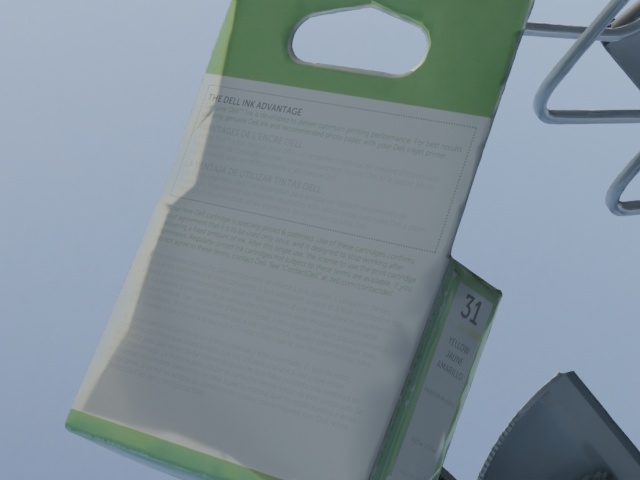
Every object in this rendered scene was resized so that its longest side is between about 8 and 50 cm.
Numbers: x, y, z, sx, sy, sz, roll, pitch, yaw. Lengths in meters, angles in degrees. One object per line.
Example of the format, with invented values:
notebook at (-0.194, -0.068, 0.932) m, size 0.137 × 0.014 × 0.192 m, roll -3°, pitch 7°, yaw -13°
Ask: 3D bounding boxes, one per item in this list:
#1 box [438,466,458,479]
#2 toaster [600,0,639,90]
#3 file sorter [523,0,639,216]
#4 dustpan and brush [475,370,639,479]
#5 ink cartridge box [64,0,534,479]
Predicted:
box at (0.073, 0.276, 1.413) m, size 0.114 × 0.203 × 0.103 m, roll 41°, pitch -120°, yaw 15°
toaster at (0.298, -0.151, 1.152) m, size 0.168 × 0.186 × 0.110 m, roll -17°, pitch -109°, yaw -54°
file sorter at (0.202, -0.121, 0.928) m, size 0.193 × 0.173 × 0.277 m, roll -6°, pitch -126°, yaw -46°
dustpan and brush at (0.116, 0.197, 1.070) m, size 0.147 × 0.211 × 0.060 m, roll 50°, pitch 178°, yaw -6°
ink cartridge box at (0.000, 0.000, 0.793) m, size 0.171 × 0.235 × 0.056 m, roll 13°, pitch 166°, yaw 38°
